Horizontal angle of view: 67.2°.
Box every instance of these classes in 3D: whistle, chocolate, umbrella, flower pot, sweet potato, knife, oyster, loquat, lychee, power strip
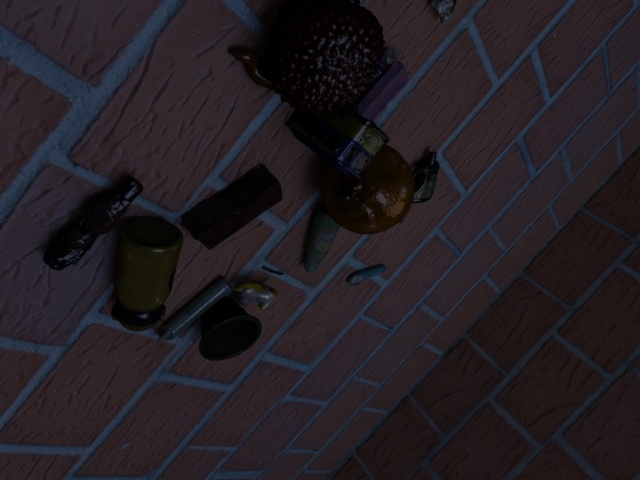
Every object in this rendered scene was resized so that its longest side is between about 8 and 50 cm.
[{"bbox_3d":[-0.446,0.248,1.691,0.312,0.062,0.062,-40,141,-5],"label":"whistle"},{"bbox_3d":[-0.272,-0.096,1.512,0.321,0.112,0.112,-36,150,-11],"label":"chocolate"},{"bbox_3d":[-0.601,-0.048,1.275,0.326,0.090,0.094,-45,138,1],"label":"umbrella"},{"bbox_3d":[-0.346,0.306,1.753,0.235,0.148,0.235,-20,139,-18],"label":"flower pot"},{"bbox_3d":[-0.165,-0.458,1.313,0.202,0.055,0.058,29,75,-48],"label":"sweet potato"},{"bbox_3d":[0.214,0.155,2.200,0.221,0.031,0.064,-17,130,-34],"label":"knife"},{"bbox_3d":[0.391,-0.781,1.502,0.125,0.064,0.177,-41,139,2],"label":"oyster"},{"bbox_3d":[0.156,-0.177,1.629,0.328,0.328,0.329,-23,136,-24],"label":"loquat"},{"bbox_3d":[0.013,-0.491,1.252,0.305,0.306,0.331,4,117,-43],"label":"lychee"},{"bbox_3d":[0.000,0.000,1.830,0.110,0.110,0.291,-7,130,-37],"label":"chocolate"},{"bbox_3d":[0.188,-0.467,1.596,0.279,0.037,0.109,-48,162,5],"label":"power strip"}]

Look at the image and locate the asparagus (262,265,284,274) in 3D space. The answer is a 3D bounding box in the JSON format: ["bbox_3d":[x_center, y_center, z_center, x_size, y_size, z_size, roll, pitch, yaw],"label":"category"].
[{"bbox_3d":[-0.180,0.118,1.841,0.015,0.014,0.114,-38,145,20],"label":"asparagus"}]

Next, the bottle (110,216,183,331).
[{"bbox_3d":[-0.521,0.116,1.429,0.171,0.171,0.351,-5,129,-38],"label":"bottle"}]

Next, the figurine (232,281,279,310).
[{"bbox_3d":[-0.247,0.190,1.776,0.178,0.109,0.129,16,148,-31],"label":"figurine"}]

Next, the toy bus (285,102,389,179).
[{"bbox_3d":[0.047,-0.324,1.431,0.138,0.287,0.175,26,104,-49],"label":"toy bus"}]

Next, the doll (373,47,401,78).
[{"bbox_3d":[0.161,-0.554,1.509,0.227,0.057,0.114,-32,136,-12],"label":"doll"}]

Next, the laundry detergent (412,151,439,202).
[{"bbox_3d":[0.423,-0.263,1.972,0.144,0.078,0.222,-14,133,-26],"label":"laundry detergent"}]
